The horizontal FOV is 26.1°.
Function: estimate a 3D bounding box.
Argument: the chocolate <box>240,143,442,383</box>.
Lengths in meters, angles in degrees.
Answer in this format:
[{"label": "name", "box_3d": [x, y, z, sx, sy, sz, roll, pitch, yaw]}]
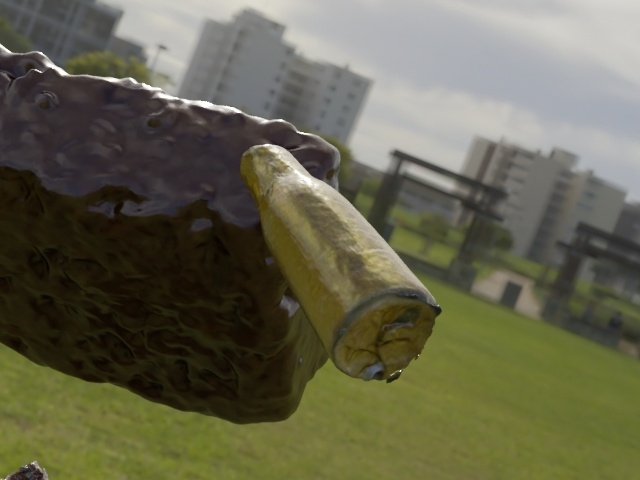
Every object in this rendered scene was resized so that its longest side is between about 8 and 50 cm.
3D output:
[{"label": "chocolate", "box_3d": [0.000, 0.000, 0.966, 0.086, 0.085, 0.219, 20, 25, -40]}]

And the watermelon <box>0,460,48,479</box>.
[{"label": "watermelon", "box_3d": [-0.271, 0.279, 1.333, 0.155, 0.080, 0.101, 60, -24, -3]}]

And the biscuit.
[{"label": "biscuit", "box_3d": [-0.179, 0.007, 1.291, 0.395, 0.166, 0.342, 16, -33, 12]}]
